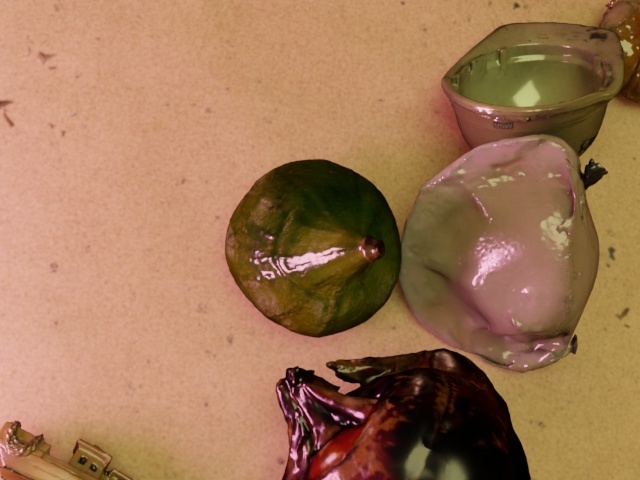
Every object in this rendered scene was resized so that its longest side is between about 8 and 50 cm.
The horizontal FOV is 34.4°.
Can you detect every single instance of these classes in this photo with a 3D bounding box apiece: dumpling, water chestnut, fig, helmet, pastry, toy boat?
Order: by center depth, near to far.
[{"bbox_3d":[0.077,0.242,1.061,0.289,0.289,0.244,-35,53,-14],"label":"water chestnut"},{"bbox_3d":[-0.250,0.254,1.102,0.206,0.064,0.072,29,56,-6],"label":"toy boat"},{"bbox_3d":[0.000,0.000,1.104,0.203,0.235,0.203,1,82,-9],"label":"fig"},{"bbox_3d":[0.216,0.010,1.172,0.163,0.204,0.293,-34,128,-46],"label":"dumpling"},{"bbox_3d":[0.253,-0.149,1.226,0.204,0.137,0.257,11,37,27],"label":"helmet"},{"bbox_3d":[0.416,-0.244,1.298,0.153,0.081,0.153,2,83,-17],"label":"pastry"}]
